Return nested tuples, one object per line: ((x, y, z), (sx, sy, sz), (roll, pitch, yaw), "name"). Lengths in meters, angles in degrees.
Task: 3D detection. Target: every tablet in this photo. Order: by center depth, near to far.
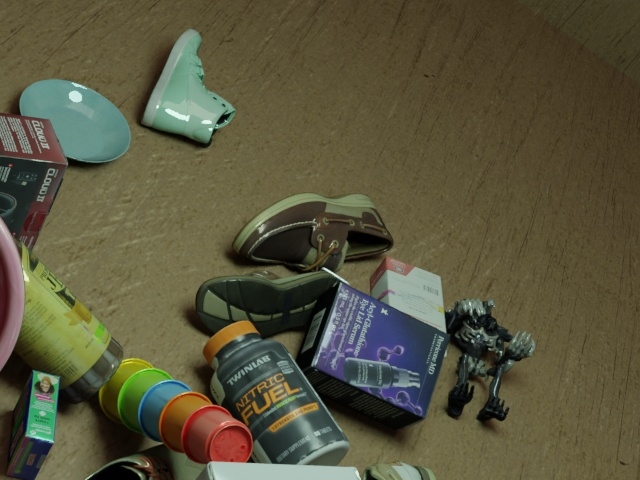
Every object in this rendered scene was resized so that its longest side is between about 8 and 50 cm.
((0.013, 0.074, 2.087), (0.054, 0.083, 0.006), (32, 61, -5), "tablet")

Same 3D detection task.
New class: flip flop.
((-0.088, 0.089, 1.982), (0.277, 0.112, 0.080), (-8, 29, -40), "flip flop")

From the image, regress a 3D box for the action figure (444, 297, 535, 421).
((0.285, 0.179, 2.140), (0.164, 0.141, 0.275), (24, 41, -13), "action figure")

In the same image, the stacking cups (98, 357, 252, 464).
((-0.190, 0.222, 1.591), (0.096, 0.096, 0.316), (11, -1, -29), "stacking cups")

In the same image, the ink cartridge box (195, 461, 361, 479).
((-0.090, 0.391, 1.482), (0.211, 0.289, 0.121), (8, 45, -33), "ink cartridge box")

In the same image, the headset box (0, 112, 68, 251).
((-0.501, -0.068, 1.713), (0.293, 0.218, 0.110), (5, 40, -34), "headset box")

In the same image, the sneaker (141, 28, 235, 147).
((-0.223, -0.274, 2.265), (0.151, 0.094, 0.256), (22, 48, -9), "sneaker")

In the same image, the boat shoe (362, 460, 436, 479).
((0.127, 0.442, 1.759), (0.103, 0.113, 0.302), (16, 30, -23), "boat shoe")

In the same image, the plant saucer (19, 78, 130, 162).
((-0.414, -0.190, 2.070), (0.195, 0.037, 0.195), (22, 38, -19), "plant saucer")

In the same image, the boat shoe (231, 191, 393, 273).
((0.000, 0.000, 2.129), (0.342, 0.123, 0.123), (-6, 52, -50), "boat shoe")

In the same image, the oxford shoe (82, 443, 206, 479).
((-0.221, 0.325, 1.582), (0.123, 0.130, 0.348), (46, 38, 13), "oxford shoe")

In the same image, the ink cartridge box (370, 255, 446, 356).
((0.151, 0.131, 2.144), (0.115, 0.067, 0.198), (22, 38, -17), "ink cartridge box")

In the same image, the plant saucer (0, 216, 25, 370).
((-0.530, 0.061, 1.521), (0.332, 0.332, 0.084), (28, 2, -10), "plant saucer")

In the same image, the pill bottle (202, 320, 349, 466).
((-0.075, 0.235, 1.799), (0.130, 0.130, 0.245), (-11, 56, -45), "pill bottle")

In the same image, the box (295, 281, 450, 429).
((0.078, 0.185, 1.951), (0.207, 0.108, 0.153), (25, 64, -13), "box")

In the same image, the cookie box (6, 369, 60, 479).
((-0.370, 0.238, 1.593), (0.040, 0.092, 0.107), (15, 41, -21), "cookie box")

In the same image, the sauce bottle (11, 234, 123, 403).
((-0.408, 0.067, 1.640), (0.344, 0.111, 0.111), (50, 32, -21), "sauce bottle")
